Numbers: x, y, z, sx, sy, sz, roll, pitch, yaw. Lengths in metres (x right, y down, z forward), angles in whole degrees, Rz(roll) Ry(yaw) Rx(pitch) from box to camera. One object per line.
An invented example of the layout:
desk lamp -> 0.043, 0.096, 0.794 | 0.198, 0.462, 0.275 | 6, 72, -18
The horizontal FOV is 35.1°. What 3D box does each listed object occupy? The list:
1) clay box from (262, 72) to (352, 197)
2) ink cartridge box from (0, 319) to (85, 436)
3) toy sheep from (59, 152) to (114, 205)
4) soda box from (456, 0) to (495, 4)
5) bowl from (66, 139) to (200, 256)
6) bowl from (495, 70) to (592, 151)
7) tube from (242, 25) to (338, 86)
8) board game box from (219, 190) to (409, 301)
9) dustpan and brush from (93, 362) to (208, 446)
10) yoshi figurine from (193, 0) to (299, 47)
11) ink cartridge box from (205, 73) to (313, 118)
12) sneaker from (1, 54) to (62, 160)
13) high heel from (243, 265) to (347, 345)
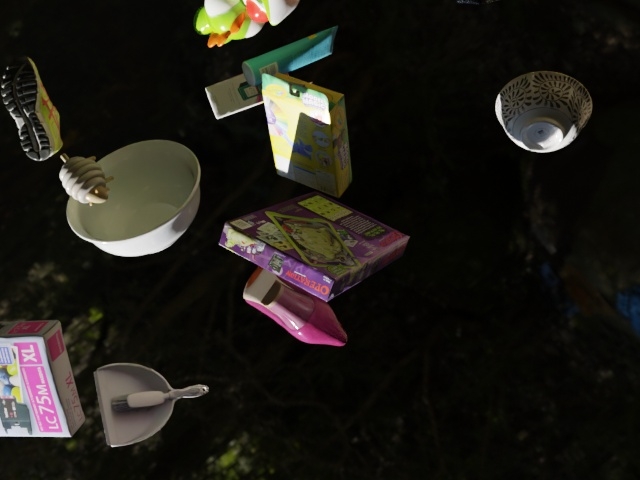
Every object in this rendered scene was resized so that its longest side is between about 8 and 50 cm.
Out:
clay box -> -0.020, -0.179, 1.628 | 0.127, 0.053, 0.222 | 23, 144, 23
ink cartridge box -> -0.545, 0.224, 1.624 | 0.065, 0.311, 0.185 | -53, -42, -61
toy sheep -> -0.461, -0.122, 1.969 | 0.132, 0.091, 0.091 | 43, -177, 17
soda box -> 0.317, -0.458, 1.801 | 0.060, 0.169, 0.053 | 19, 120, 47
bowl -> -0.375, -0.066, 2.157 | 0.298, 0.298, 0.134 | 58, 173, 45
bowl -> 0.393, -0.210, 1.794 | 0.170, 0.170, 0.080 | 48, -140, -34
tube -> -0.056, -0.369, 2.032 | 0.052, 0.207, 0.080 | 58, 158, 18
board game box -> 0.000, 0.000, 1.726 | 0.208, 0.056, 0.347 | 23, -161, 19
dustpan and brush -> -0.301, 0.290, 1.862 | 0.211, 0.060, 0.147 | 0, -109, -48
yoshi figurine -> -0.104, -0.482, 1.802 | 0.203, 0.362, 0.203 | -38, -79, -41
ink cartridge box -> -0.142, -0.351, 2.303 | 0.134, 0.231, 0.078 | -130, 19, -80
sneaker -> -0.566, -0.263, 2.012 | 0.094, 0.081, 0.208 | -31, -69, -71
high heel -> -0.058, 0.137, 2.187 | 0.181, 0.127, 0.377 | 36, -174, -15
